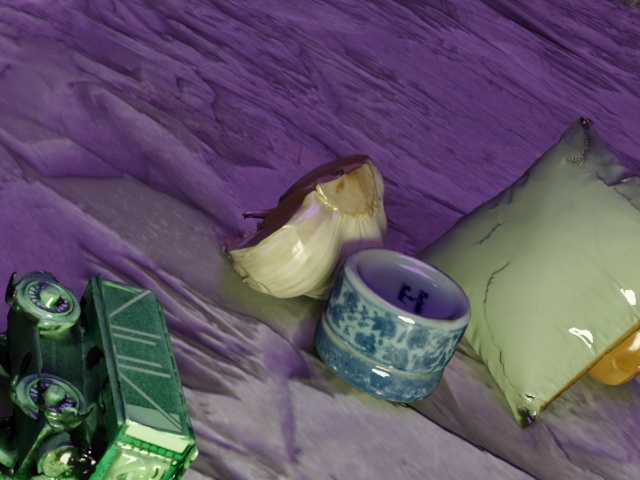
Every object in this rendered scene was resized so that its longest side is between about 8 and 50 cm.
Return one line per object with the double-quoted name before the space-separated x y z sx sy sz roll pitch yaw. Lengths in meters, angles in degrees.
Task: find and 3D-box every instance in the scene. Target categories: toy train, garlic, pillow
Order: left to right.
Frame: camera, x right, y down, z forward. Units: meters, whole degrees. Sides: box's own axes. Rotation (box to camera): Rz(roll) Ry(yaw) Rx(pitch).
"toy train" -0.204 0.126 1.256 0.154 0.115 0.269 22 22 -26
"garlic" 0.000 0.000 1.680 0.143 0.178 0.229 52 40 -13
"pillow" 0.274 0.025 1.729 0.119 0.310 0.312 54 -2 -41

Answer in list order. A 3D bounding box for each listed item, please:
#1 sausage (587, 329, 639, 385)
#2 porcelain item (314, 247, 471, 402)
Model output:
"sausage" 0.339 0.076 1.825 0.120 0.136 0.241 8 29 -36
"porcelain item" 0.074 0.091 1.573 0.147 0.114 0.147 19 24 -9
